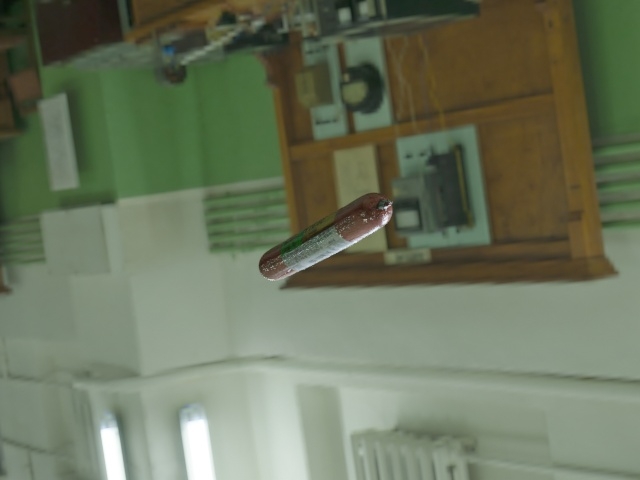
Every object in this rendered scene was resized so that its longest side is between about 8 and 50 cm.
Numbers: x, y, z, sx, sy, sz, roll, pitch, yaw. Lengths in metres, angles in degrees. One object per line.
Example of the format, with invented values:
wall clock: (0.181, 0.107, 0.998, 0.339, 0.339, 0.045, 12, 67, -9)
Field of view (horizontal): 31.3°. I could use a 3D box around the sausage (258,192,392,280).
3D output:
sausage: (0.000, 0.000, 0.923, 0.029, 0.029, 0.223, -10, 171, -29)
